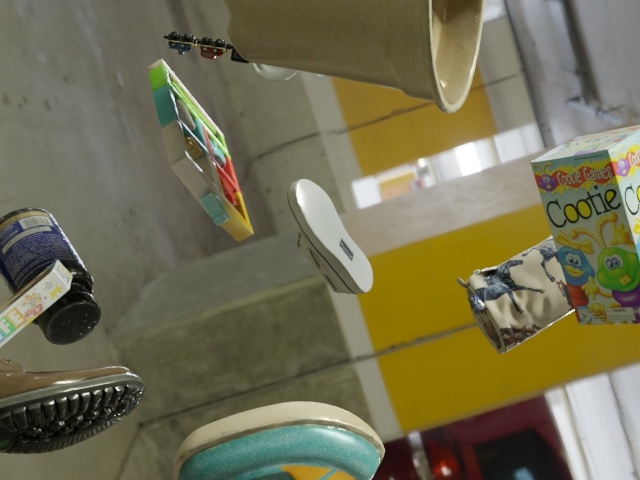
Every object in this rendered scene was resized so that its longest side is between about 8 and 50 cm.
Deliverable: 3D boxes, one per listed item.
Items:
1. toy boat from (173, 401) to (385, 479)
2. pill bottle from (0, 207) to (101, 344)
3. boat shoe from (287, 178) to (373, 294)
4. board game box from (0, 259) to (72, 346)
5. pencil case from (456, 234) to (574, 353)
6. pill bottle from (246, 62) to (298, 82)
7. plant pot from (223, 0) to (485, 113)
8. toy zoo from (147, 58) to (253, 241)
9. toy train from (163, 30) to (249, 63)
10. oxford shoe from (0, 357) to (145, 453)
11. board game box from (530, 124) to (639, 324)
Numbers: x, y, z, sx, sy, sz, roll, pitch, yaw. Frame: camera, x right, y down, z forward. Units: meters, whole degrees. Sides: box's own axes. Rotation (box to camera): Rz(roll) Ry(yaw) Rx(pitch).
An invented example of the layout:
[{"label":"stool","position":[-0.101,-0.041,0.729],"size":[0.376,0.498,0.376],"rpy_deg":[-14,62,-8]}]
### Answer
[{"label":"toy boat","position":[-0.036,0.347,1.280],"size":[0.148,0.267,0.318],"rpy_deg":[-105,-179,-50]},{"label":"pill bottle","position":[-0.435,0.057,1.571],"size":[0.219,0.123,0.123],"rpy_deg":[50,-9,34]},{"label":"boat shoe","position":[0.000,0.000,1.823],"size":[0.267,0.088,0.096],"rpy_deg":[51,41,-35]},{"label":"board game box","position":[-0.328,0.084,1.035],"size":[0.026,0.154,0.103],"rpy_deg":[51,-7,-12]},{"label":"pencil case","position":[0.498,0.059,2.078],"size":[0.183,0.410,0.160],"rpy_deg":[58,1,-2]},{"label":"pill bottle","position":[-0.101,-0.366,1.765],"size":[0.186,0.112,0.112],"rpy_deg":[-120,-173,-53]},{"label":"plant pot","position":[0.042,-0.347,1.345],"size":[0.334,0.305,0.334],"rpy_deg":[5,90,-71]},{"label":"toy zoo","position":[-0.179,-0.123,1.493],"size":[0.192,0.030,0.293],"rpy_deg":[51,13,-46]},{"label":"toy train","position":[-0.178,-0.312,1.612],"size":[0.027,0.158,0.036],"rpy_deg":[-56,156,-82]},{"label":"oxford shoe","position":[-0.255,0.120,0.787],"size":[0.083,0.227,0.096],"rpy_deg":[110,-34,-44]},{"label":"board game box","position":[0.456,-0.023,1.538],"size":[0.142,0.144,0.275],"rpy_deg":[-27,103,-40]}]
